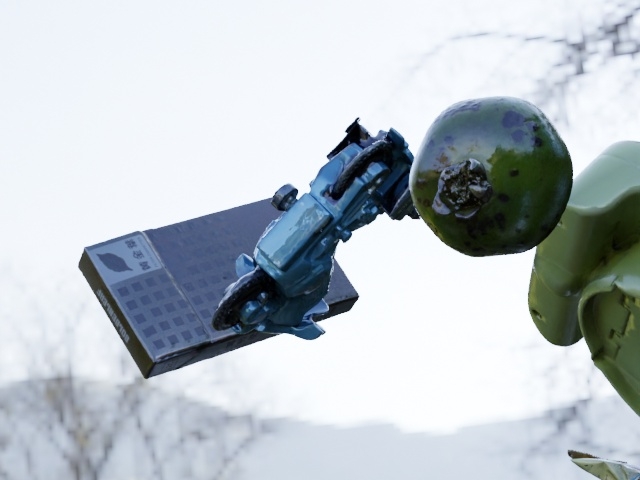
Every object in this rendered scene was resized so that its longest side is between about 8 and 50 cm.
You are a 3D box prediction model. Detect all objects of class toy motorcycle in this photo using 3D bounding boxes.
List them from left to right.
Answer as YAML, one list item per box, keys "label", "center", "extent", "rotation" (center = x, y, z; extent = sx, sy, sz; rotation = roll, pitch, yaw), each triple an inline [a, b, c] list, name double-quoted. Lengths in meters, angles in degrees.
- label: "toy motorcycle"
  center: [0.000, 0.000, 1.988]
  extent: [0.272, 0.123, 0.182]
  rotation: [-47, -17, 3]

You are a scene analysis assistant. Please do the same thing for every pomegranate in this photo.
- label: "pomegranate"
  center: [0.118, -0.044, 1.389]
  extent: [0.122, 0.122, 0.161]
  rotation: [-12, 2, 20]

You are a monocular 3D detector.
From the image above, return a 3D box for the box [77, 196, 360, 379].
- label: "box"
  center: [-0.124, 0.051, 2.422]
  extent: [0.325, 0.180, 0.047]
  rotation: [-16, -27, -37]

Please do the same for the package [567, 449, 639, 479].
- label: "package"
  center: [0.359, 0.273, 2.225]
  extent: [0.108, 0.031, 0.120]
  rotation: [17, 4, -39]

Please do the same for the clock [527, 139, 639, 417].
- label: "clock"
  center: [0.345, 0.089, 1.706]
  extent: [0.117, 0.348, 0.286]
  rotation: [-42, -21, -19]
